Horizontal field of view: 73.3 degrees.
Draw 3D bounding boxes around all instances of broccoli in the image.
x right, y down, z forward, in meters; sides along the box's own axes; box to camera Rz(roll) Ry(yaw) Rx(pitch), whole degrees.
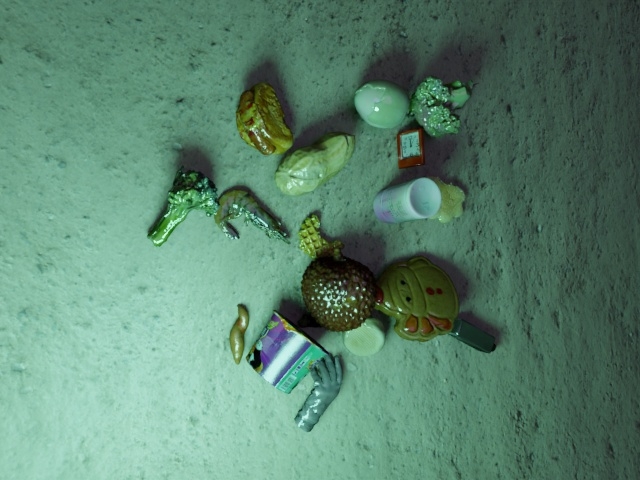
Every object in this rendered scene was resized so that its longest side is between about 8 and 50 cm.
[{"bbox_3d":[-0.440,-0.097,1.369,0.177,0.198,0.275,41,73,-16],"label":"broccoli"}]

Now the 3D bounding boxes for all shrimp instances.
[{"bbox_3d":[-0.246,-0.049,1.532,0.296,0.058,0.169,42,80,-12],"label":"shrimp"}]

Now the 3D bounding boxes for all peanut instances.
[{"bbox_3d":[-0.019,-0.285,1.581,0.340,0.158,0.174,-34,139,-24],"label":"peanut"}]

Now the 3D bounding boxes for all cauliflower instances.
[{"bbox_3d":[0.510,-0.562,1.758,0.315,0.239,0.256,-28,109,13],"label":"cauliflower"}]

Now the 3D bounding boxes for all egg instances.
[{"bbox_3d":[0.232,-0.539,1.689,0.217,0.183,0.183,18,81,-14],"label":"egg"}]

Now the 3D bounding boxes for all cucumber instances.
[{"bbox_3d":[0.003,0.304,1.619,0.181,0.053,0.053,6,85,-25],"label":"cucumber"}]

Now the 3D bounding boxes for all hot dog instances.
[{"bbox_3d":[-0.212,-0.419,1.518,0.153,0.150,0.257,-27,98,-32],"label":"hot dog"}]

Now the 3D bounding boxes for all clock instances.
[{"bbox_3d":[0.379,-0.381,1.786,0.061,0.113,0.155,-4,90,-53],"label":"clock"}]

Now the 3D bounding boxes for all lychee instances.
[{"bbox_3d":[0.064,0.177,1.529,0.275,0.275,0.304,-7,99,-23],"label":"lychee"}]

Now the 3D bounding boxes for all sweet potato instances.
[{"bbox_3d":[-0.284,0.327,1.492,0.058,0.055,0.202,21,74,-58],"label":"sweet potato"}]

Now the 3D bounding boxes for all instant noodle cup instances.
[{"bbox_3d":[-0.121,0.386,1.468,0.251,0.251,0.190,41,81,-16],"label":"instant noodle cup"}]

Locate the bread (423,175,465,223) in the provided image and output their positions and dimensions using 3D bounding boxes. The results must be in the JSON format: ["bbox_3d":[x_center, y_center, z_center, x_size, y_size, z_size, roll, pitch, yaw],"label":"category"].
[{"bbox_3d":[0.528,-0.170,1.871,0.250,0.039,0.182,18,80,-22],"label":"bread"}]

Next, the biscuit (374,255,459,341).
[{"bbox_3d":[0.372,0.223,1.699,0.381,0.074,0.359,2,57,-20],"label":"biscuit"}]

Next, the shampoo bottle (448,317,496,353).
[{"bbox_3d":[0.667,0.420,1.876,0.246,0.080,0.079,30,77,-19],"label":"shampoo bottle"}]

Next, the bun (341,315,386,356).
[{"bbox_3d":[0.163,0.350,1.647,0.166,0.113,0.173,-12,112,6],"label":"bun"}]

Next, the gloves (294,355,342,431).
[{"bbox_3d":[0.004,0.559,1.585,0.142,0.119,0.286,39,67,-49],"label":"gloves"}]

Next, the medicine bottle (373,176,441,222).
[{"bbox_3d":[0.329,-0.148,1.667,0.152,0.254,0.152,1,87,-23],"label":"medicine bottle"}]

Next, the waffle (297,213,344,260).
[{"bbox_3d":[0.001,0.000,1.632,0.194,0.051,0.149,35,76,-17],"label":"waffle"}]
